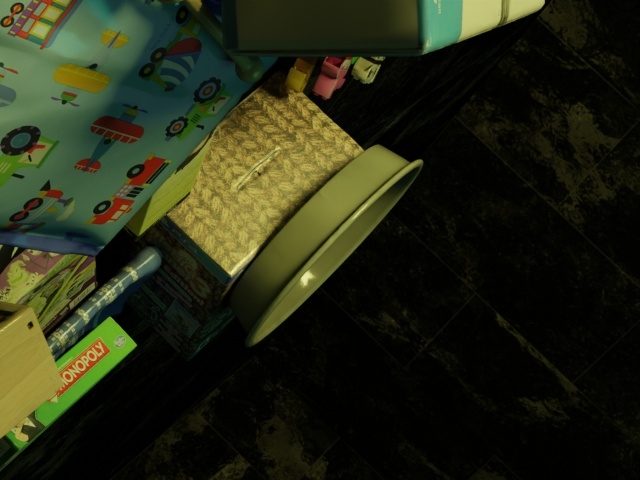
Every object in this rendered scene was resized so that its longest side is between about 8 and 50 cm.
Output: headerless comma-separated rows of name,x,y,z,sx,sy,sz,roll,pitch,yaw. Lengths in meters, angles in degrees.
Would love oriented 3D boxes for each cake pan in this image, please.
cake pan,0.000,0.000,1.648,0.293,0.054,0.293,-46,174,-6

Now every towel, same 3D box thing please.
towel,-0.317,0.144,1.609,0.336,0.040,0.243,-45,-176,-26

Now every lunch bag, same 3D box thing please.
lunch bag,-0.181,-0.102,0.854,0.221,0.138,0.293,-46,165,18

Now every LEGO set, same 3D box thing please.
LEGO set,0.003,-0.195,1.574,0.093,0.087,0.227,-63,170,12

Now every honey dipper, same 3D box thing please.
honey dipper,-0.065,-0.129,0.831,0.030,0.030,0.160,-46,153,0

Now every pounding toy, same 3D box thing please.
pounding toy,-0.355,0.127,1.181,0.181,0.094,0.206,6,-146,38

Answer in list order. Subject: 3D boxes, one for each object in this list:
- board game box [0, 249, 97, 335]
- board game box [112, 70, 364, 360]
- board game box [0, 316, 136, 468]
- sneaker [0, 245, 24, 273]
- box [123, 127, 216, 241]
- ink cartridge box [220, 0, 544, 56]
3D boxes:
board game box,-0.357,0.122,1.402,0.347,0.056,0.208,-45,178,-18
board game box,-0.106,-0.022,1.713,0.232,0.141,0.291,-44,174,-26
board game box,-0.343,0.221,1.494,0.317,0.046,0.213,-41,-177,34
sneaker,-0.272,0.017,1.129,0.217,0.079,0.121,-49,173,16
box,-0.152,-0.087,1.380,0.087,0.058,0.232,-43,174,-26
ink cartridge box,0.048,-0.242,0.910,0.307,0.129,0.223,-32,121,-65
